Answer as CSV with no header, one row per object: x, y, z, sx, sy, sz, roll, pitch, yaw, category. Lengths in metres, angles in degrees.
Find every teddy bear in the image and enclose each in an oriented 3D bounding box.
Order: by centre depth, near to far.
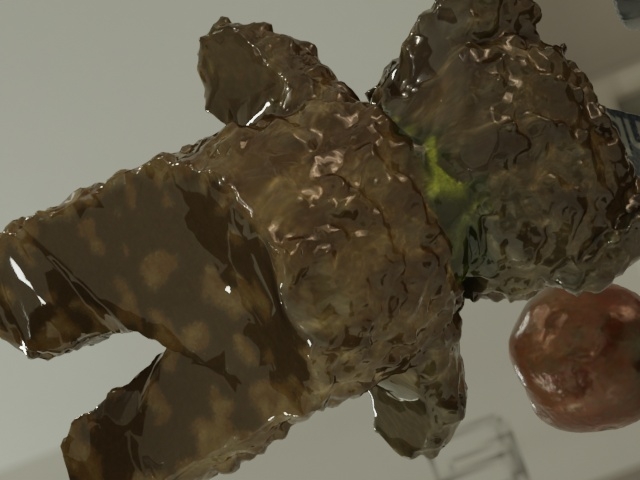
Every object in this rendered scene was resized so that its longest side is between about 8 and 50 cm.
-0.005,0.003,0.914,0.222,0.296,0.246,-21,-98,-47,teddy bear

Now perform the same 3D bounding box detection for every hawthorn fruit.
0.269,0.111,1.666,0.149,0.189,0.149,-30,-55,-55,hawthorn fruit

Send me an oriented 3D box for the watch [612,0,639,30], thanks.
0.312,-0.326,1.317,0.327,0.314,0.335,73,-152,-47,watch

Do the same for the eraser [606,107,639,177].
0.212,-0.042,1.266,0.212,0.046,0.092,8,-119,-42,eraser
